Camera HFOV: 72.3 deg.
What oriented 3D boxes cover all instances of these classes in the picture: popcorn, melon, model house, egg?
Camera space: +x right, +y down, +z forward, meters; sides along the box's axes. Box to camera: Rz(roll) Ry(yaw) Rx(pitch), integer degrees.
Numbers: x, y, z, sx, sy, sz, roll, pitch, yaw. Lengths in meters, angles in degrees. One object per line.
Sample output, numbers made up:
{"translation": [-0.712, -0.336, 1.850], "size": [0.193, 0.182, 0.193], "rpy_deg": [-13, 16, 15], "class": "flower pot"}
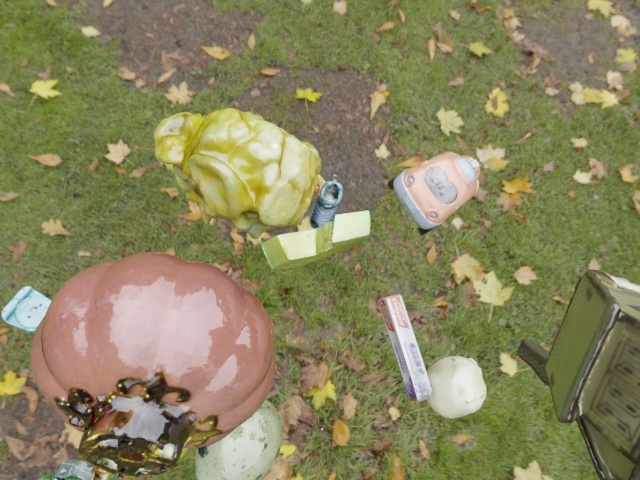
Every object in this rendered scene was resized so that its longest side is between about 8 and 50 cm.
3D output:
{"translation": [-0.158, -0.158, 0.923], "size": [0.334, 0.292, 0.293], "rpy_deg": [2, 38, 42], "class": "popcorn"}
{"translation": [0.000, 0.000, 0.805], "size": [0.118, 0.210, 0.064], "rpy_deg": [3, 70, -47], "class": "melon"}
{"translation": [0.297, 0.113, 0.433], "size": [0.205, 0.278, 0.218], "rpy_deg": [10, 107, -14], "class": "model house"}
{"translation": [-0.181, 0.445, 0.948], "size": [0.177, 0.177, 0.228], "rpy_deg": [27, 69, 11], "class": "egg"}

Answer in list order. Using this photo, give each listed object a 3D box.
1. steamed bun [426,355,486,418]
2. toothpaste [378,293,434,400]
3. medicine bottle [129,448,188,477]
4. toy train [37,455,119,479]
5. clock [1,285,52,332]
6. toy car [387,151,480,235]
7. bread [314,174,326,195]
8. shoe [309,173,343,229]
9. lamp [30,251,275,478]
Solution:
{"translation": [0.252, 0.276, 0.847], "size": [0.090, 0.113, 0.130], "rpy_deg": [59, 34, -5], "class": "steamed bun"}
{"translation": [0.160, 0.203, 0.835], "size": [0.040, 0.047, 0.196], "rpy_deg": [-9, 72, -22], "class": "toothpaste"}
{"translation": [-0.335, 0.423, 0.951], "size": [0.122, 0.212, 0.121], "rpy_deg": [-5, 75, 22], "class": "medicine bottle"}
{"translation": [-0.634, 0.747, 1.114], "size": [0.178, 0.249, 0.429], "rpy_deg": [-18, 40, 37], "class": "toy train"}
{"translation": [-0.797, 0.206, 1.233], "size": [0.147, 0.045, 0.108], "rpy_deg": [35, 54, -17], "class": "clock"}
{"translation": [0.334, -0.153, 1.215], "size": [0.180, 0.212, 0.271], "rpy_deg": [57, 33, 3], "class": "toy car"}
{"translation": [0.000, -0.213, 1.757], "size": [0.065, 0.103, 0.187], "rpy_deg": [-46, 76, 9], "class": "bread"}
{"translation": [0.018, -0.089, 1.072], "size": [0.064, 0.071, 0.142], "rpy_deg": [22, 71, 2], "class": "shoe"}
{"translation": [-0.209, 0.165, 0.568], "size": [0.306, 0.305, 0.239], "rpy_deg": [-1, 42, 0], "class": "lamp"}
